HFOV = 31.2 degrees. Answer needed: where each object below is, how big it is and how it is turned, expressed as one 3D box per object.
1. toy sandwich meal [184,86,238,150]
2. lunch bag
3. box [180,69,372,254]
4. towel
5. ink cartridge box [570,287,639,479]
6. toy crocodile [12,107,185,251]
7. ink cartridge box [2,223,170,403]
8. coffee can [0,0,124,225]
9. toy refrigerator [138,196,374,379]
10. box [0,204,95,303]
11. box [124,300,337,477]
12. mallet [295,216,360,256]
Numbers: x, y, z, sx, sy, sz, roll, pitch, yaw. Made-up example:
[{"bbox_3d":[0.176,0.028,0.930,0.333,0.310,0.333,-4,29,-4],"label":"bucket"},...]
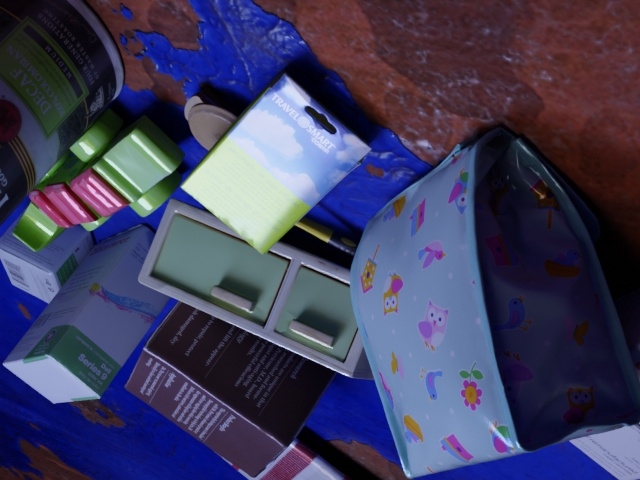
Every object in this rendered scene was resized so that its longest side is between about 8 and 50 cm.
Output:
[{"bbox_3d":[-0.096,-0.114,1.137,0.086,0.029,0.085,21,149,14],"label":"toy sandwich meal"},{"bbox_3d":[0.138,0.057,0.997,0.223,0.160,0.262,-38,64,62],"label":"lunch bag"},{"bbox_3d":[-0.039,-0.075,1.070,0.109,0.042,0.178,40,128,-10],"label":"box"},{"bbox_3d":[-0.036,0.353,1.734,0.329,0.037,0.237,39,151,2],"label":"towel"},{"bbox_3d":[0.295,0.131,1.034,0.148,0.086,0.203,38,152,-6],"label":"ink cartridge box"},{"bbox_3d":[-0.260,-0.064,1.298,0.115,0.105,0.340,47,148,-21],"label":"toy crocodile"},{"bbox_3d":[-0.280,0.094,1.446,0.093,0.212,0.154,43,149,-21],"label":"ink cartridge box"},{"bbox_3d":[-0.356,-0.122,1.135,0.202,0.275,0.201,25,150,16],"label":"coffee can"},{"bbox_3d":[-0.053,0.050,1.225,0.270,0.102,0.094,23,180,22],"label":"toy refrigerator"},{"bbox_3d":[-0.367,0.022,1.555,0.102,0.087,0.101,24,149,18],"label":"box"},{"bbox_3d":[-0.101,0.149,1.386,0.203,0.167,0.168,35,151,-1],"label":"box"},{"bbox_3d":[0.000,0.000,1.168,0.190,0.062,0.039,33,152,3],"label":"mallet"}]
